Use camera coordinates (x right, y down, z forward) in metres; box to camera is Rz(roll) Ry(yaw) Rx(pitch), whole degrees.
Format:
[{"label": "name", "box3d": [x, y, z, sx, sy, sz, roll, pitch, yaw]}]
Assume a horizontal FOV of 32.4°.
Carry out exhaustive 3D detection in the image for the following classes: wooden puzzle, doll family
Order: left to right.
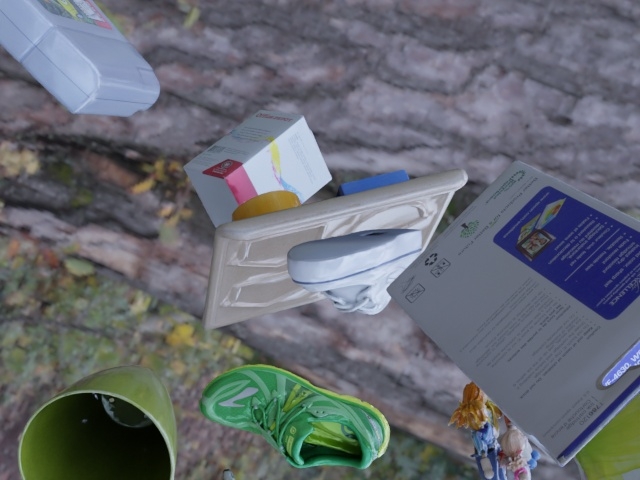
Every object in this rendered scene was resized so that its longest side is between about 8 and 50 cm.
[{"label": "wooden puzzle", "box3d": [0.000, 0.000, 1.465, 0.348, 0.322, 0.080, 115, -41, -64]}, {"label": "doll family", "box3d": [0.244, 0.292, 1.579, 0.263, 0.118, 0.163, -63, 139, -71]}]

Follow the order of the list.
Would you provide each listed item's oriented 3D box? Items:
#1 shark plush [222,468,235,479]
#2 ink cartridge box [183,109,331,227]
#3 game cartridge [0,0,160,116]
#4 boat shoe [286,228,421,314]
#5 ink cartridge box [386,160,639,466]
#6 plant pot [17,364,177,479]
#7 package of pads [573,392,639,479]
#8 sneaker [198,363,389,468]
[{"label": "shark plush", "box3d": [-0.134, 0.418, 1.701, 0.073, 0.161, 0.067, -30, 125, -32]}, {"label": "ink cartridge box", "box3d": [-0.098, -0.108, 1.759, 0.176, 0.128, 0.127, -40, 122, -23]}, {"label": "game cartridge", "box3d": [-0.283, -0.238, 1.030, 0.060, 0.294, 0.196, -43, 177, 15]}, {"label": "boat shoe", "box3d": [0.047, 0.037, 1.154, 0.258, 0.095, 0.084, -11, 100, -60]}, {"label": "ink cartridge box", "box3d": [0.172, 0.050, 0.805, 0.165, 0.065, 0.332, -44, -159, 1]}, {"label": "plant pot", "box3d": [-0.377, 0.348, 2.029, 0.293, 0.275, 0.274, -75, -174, -75]}, {"label": "package of pads", "box3d": [0.404, 0.243, 1.213, 0.229, 0.101, 0.296, -31, -169, 6]}, {"label": "sneaker", "box3d": [-0.043, 0.267, 1.651, 0.123, 0.296, 0.109, -53, 154, -71]}]
